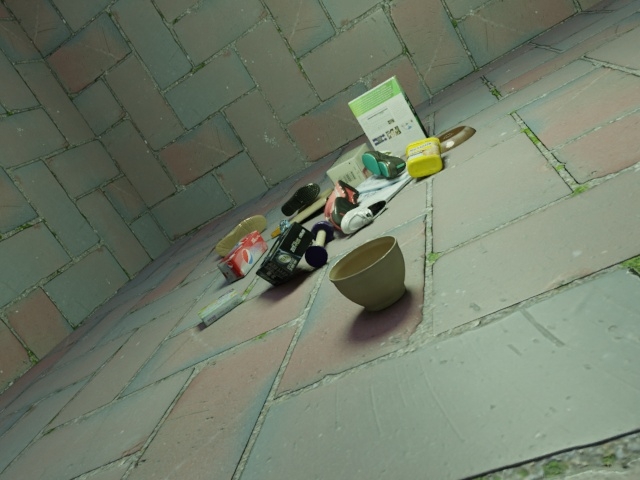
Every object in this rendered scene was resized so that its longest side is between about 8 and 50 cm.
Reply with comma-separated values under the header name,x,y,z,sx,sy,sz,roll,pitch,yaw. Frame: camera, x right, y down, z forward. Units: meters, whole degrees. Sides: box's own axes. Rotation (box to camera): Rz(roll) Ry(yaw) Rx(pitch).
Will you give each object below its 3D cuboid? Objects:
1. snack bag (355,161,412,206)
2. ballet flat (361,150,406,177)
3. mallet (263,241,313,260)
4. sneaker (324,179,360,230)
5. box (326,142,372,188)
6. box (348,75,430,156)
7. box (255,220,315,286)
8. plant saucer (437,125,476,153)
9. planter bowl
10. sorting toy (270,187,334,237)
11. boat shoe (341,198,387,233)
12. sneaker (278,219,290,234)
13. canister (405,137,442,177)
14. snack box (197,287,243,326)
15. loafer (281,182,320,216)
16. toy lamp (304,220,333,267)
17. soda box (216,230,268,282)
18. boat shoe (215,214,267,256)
name,x,y,z,sx,sy,sz,roll,pitch,yaw
snack bag,0.216,-0.199,2.032,0.342,0.037,0.323,-42,17,-35
ballet flat,0.247,-0.291,2.048,0.096,0.095,0.280,-23,23,-8
mallet,-0.103,0.055,1.857,0.189,0.062,0.039,-22,10,-25
sneaker,0.071,-0.090,1.879,0.136,0.116,0.314,-57,11,25
box,0.146,-0.318,2.408,0.148,0.127,0.232,-25,15,28
box,0.301,-0.518,2.358,0.232,0.322,0.058,-24,19,28
box,-0.109,0.043,1.634,0.147,0.077,0.180,-60,10,-24
plant saucer,0.499,-0.391,2.086,0.198,0.036,0.198,-29,14,8
planter bowl,0.112,0.078,1.131,0.162,0.109,0.162,-30,14,9
sorting toy,-0.074,-0.113,2.374,0.307,0.041,0.229,-34,9,18
boat shoe,0.144,-0.080,1.734,0.184,0.066,0.063,-29,9,-32
sneaker,-0.146,-0.045,2.201,0.063,0.073,0.162,-32,14,-2
canister,0.361,-0.289,1.887,0.126,0.073,0.170,-13,27,16
snack box,-0.326,0.215,1.757,0.141,0.037,0.100,-35,15,-14
loafer,-0.087,-0.195,2.436,0.220,0.080,0.078,-33,11,27
toy lamp,0.000,0.000,1.719,0.080,0.080,0.275,-29,15,12
soda box,-0.301,0.060,2.129,0.083,0.092,0.263,-26,15,26
boat shoe,-0.390,-0.031,2.635,0.285,0.103,0.092,-39,19,-5
